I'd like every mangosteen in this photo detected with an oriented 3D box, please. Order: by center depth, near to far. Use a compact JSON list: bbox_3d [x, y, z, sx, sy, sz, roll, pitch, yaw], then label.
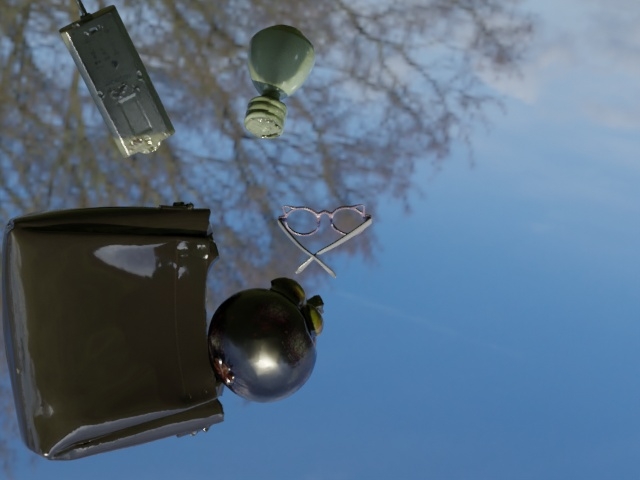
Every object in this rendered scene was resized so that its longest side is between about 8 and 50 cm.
[{"bbox_3d":[-0.052,0.108,1.451,0.137,0.137,0.151,26,-127,39],"label":"mangosteen"}]

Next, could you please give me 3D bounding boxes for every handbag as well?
[{"bbox_3d":[-0.236,0.101,1.502,0.256,0.286,0.113,-5,-174,-15],"label":"handbag"}]

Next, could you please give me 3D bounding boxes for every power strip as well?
[{"bbox_3d":[-0.311,-0.252,1.941,0.092,0.268,0.034,-27,-155,-6],"label":"power strip"}]

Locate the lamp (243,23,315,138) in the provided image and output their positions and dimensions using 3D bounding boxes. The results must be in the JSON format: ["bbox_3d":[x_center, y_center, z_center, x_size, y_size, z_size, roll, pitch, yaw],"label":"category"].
[{"bbox_3d":[-0.070,-0.245,1.967,0.106,0.106,0.193,12,-120,3],"label":"lamp"}]

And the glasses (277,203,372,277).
[{"bbox_3d":[0.000,0.000,1.867,0.139,0.063,0.104,1,-140,10],"label":"glasses"}]
